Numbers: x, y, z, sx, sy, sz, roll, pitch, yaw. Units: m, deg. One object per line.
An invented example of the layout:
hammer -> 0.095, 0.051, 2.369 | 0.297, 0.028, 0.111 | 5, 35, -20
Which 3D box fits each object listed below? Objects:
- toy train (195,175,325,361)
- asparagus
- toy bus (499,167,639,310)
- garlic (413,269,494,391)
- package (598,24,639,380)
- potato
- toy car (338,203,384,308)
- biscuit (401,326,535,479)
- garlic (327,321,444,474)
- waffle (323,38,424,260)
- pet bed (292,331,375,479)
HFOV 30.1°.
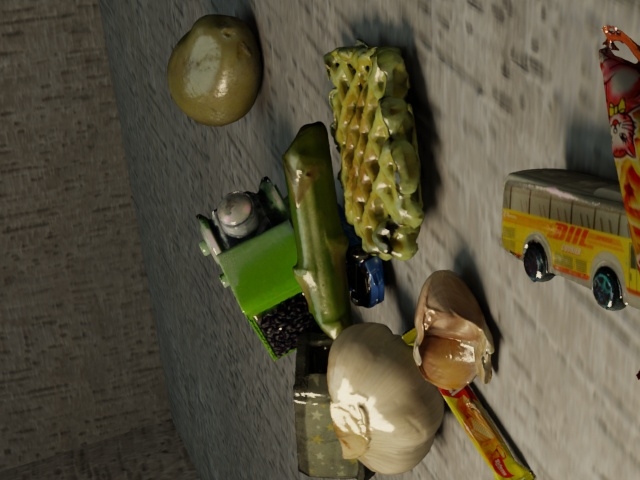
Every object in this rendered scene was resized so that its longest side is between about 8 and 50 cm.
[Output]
toy train -> -0.080, 0.054, 1.993 | 0.248, 0.174, 0.307 | 61, 177, 28
asparagus -> -0.001, 0.000, 1.720 | 0.085, 0.082, 0.342 | -4, 99, 30
toy bus -> 0.257, -0.003, 1.071 | 0.268, 0.092, 0.106 | -151, 57, -68
garlic -> 0.157, 0.123, 1.495 | 0.124, 0.099, 0.174 | -101, 8, -46
package -> 0.306, -0.025, 0.842 | 0.223, 0.108, 0.288 | 2, 110, 58
potato -> -0.186, -0.301, 2.111 | 0.178, 0.160, 0.235 | 33, 137, 5
toy car -> 0.046, 0.018, 1.802 | 0.216, 0.063, 0.103 | 48, 149, 45
biscuit -> 0.188, 0.215, 1.553 | 0.026, 0.048, 0.292 | 50, -174, -47
garlic -> 0.107, 0.218, 1.681 | 0.143, 0.178, 0.229 | -10, 116, 43
waffle -> 0.072, -0.122, 1.584 | 0.317, 0.073, 0.297 | -140, 43, -74
pet bed -> 0.041, 0.266, 1.913 | 0.183, 0.159, 0.210 | -85, -6, -56
